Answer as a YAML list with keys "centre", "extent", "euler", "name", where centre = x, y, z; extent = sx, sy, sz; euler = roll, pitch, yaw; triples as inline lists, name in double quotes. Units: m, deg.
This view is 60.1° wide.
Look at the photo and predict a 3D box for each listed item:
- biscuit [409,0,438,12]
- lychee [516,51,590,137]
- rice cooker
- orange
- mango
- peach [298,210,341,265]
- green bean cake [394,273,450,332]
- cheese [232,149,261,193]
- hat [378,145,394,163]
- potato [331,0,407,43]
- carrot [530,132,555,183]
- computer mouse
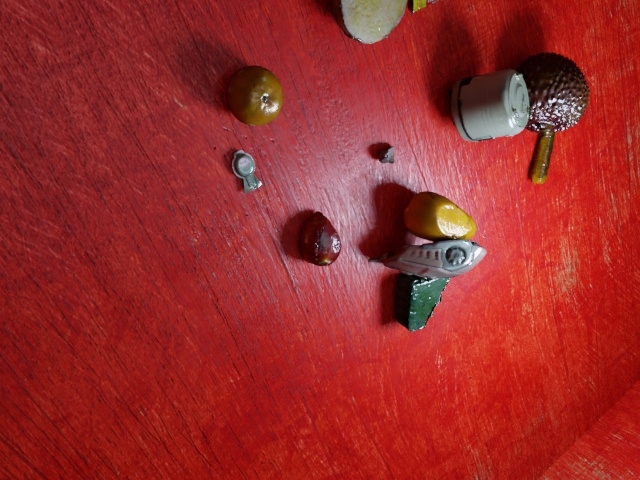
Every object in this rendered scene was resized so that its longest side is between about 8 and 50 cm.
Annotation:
- centre: [0.393, -0.780, 1.742]
  extent: [0.292, 0.026, 0.048]
  euler: [-29, 137, -21]
  name: "biscuit"
- centre: [0.787, -0.505, 1.924]
  extent: [0.276, 0.276, 0.304]
  euler: [10, 78, -33]
  name: "lychee"
- centre: [0.549, -0.439, 1.817]
  extent: [0.226, 0.244, 0.225]
  euler: [9, 79, -52]
  name: "rice cooker"
- centre: [-0.170, -0.380, 1.457]
  extent: [0.156, 0.124, 0.156]
  euler: [-7, 106, -27]
  name: "orange"
- centre: [0.396, -0.068, 1.858]
  extent: [0.290, 0.191, 0.159]
  euler: [18, 87, -31]
  name: "mango"
- centre: [0.004, 0.002, 1.700]
  extent: [0.127, 0.092, 0.172]
  euler: [-6, 110, -27]
  name: "peach"
- centre: [0.360, 0.206, 1.974]
  extent: [0.194, 0.107, 0.208]
  euler: [-12, 111, -32]
  name: "green bean cake"
- centre: [-0.209, -0.194, 1.549]
  extent: [0.067, 0.026, 0.120]
  euler: [-31, 119, -20]
  name: "cheese"
- centre: [0.211, -0.273, 1.781]
  extent: [0.087, 0.042, 0.058]
  euler: [-40, 132, -56]
  name: "hat"
- centre: [0.122, -0.679, 1.555]
  extent: [0.299, 0.116, 0.239]
  euler: [-38, 129, -30]
  name: "potato"
- centre: [0.867, -0.377, 2.139]
  extent: [0.066, 0.066, 0.314]
  euler: [3, 100, -32]
  name: "carrot"
- centre: [0.356, 0.074, 1.834]
  extent: [0.389, 0.199, 0.114]
  euler: [-7, 75, 5]
  name: "computer mouse"
